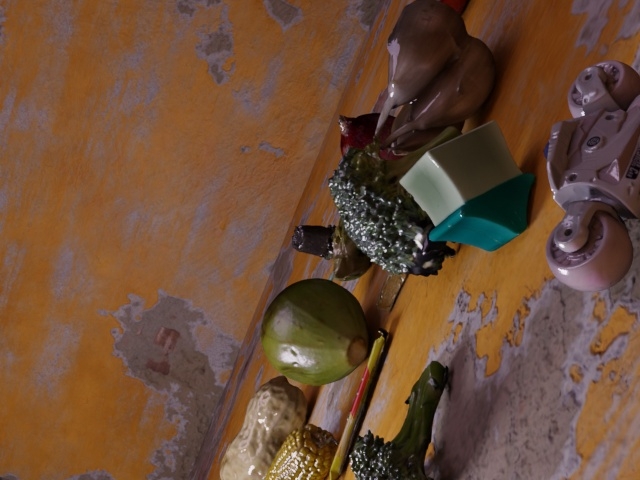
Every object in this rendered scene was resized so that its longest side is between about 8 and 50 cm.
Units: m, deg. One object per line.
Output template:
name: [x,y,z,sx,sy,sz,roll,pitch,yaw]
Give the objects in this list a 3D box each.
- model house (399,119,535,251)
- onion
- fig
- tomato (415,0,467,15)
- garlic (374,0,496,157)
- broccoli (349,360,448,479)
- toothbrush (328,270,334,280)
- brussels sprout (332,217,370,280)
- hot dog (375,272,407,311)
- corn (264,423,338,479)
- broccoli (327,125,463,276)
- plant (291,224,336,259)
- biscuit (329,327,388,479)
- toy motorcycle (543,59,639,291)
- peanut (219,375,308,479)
model house: [0.199,-0.057,0.949,0.127,0.149,0.100,-26,-12,-23]
onion: [0.106,-0.211,1.575,0.159,0.195,0.159,-37,38,37]
fig: [-0.011,0.178,1.396,0.230,0.207,0.207,-118,49,-79]
tomato: [0.281,-0.547,1.626,0.225,0.085,0.225,-161,90,-77]
garlic: [0.178,-0.273,1.256,0.237,0.210,0.292,-45,11,42]
broccoli: [0.114,0.244,0.927,0.118,0.122,0.204,-32,22,51]
toothbrush: [0.022,0.110,1.928,0.014,0.011,0.167,-88,19,-47]
brussels sprout: [0.071,0.025,1.593,0.181,0.101,0.139,-89,12,-60]
hot dog: [0.128,0.085,1.325,0.034,0.030,0.090,-72,5,-73]
corn: [-0.052,0.446,1.375,0.101,0.102,0.310,-82,16,-53]
broccoli: [0.154,-0.063,1.141,0.243,0.263,0.247,-47,41,-10]
plant: [0.000,0.000,1.926,0.092,0.143,0.094,22,99,62]
biscuit: [0.065,0.292,1.267,0.048,0.026,0.291,40,-111,-79]
toy motorcycle: [0.272,-0.070,0.685,0.112,0.112,0.254,127,162,-60]
peanut: [-0.116,0.453,1.634,0.159,0.143,0.291,31,97,46]
